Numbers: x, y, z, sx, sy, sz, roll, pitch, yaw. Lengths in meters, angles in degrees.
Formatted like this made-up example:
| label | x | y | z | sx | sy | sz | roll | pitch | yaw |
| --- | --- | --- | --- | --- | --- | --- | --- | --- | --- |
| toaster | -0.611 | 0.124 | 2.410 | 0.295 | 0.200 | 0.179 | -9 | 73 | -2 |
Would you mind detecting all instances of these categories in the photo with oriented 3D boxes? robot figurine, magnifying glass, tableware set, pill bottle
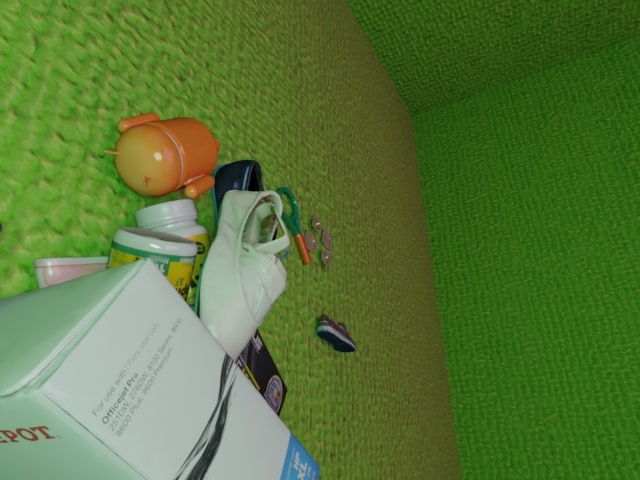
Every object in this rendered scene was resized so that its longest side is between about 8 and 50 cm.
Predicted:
| label | x | y | z | sx | sy | sz | roll | pitch | yaw |
| --- | --- | --- | --- | --- | --- | --- | --- | --- | --- |
| robot figurine | -0.274 | -0.153 | 0.781 | 0.219 | 0.128 | 0.157 | -46 | 129 | -61 |
| magnifying glass | -0.074 | -0.041 | 1.240 | 0.092 | 0.026 | 0.230 | -39 | 110 | -62 |
| tableware set | 0.000 | 0.000 | 1.366 | 0.168 | 0.020 | 0.141 | 50 | 36 | -42 |
| pill bottle | -0.242 | 0.042 | 0.752 | 0.119 | 0.119 | 0.208 | -20 | 95 | -64 |
| pill bottle | -0.258 | 0.093 | 0.636 | 0.118 | 0.118 | 0.208 | 9 | 96 | -62 |

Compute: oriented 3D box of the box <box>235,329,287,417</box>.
| label | x | y | z | sx | sy | sz | roll | pitch | yaw |
| --- | --- | --- | --- | --- | --- | --- | --- | --- | --- |
| box | -0.153 | 0.292 | 0.805 | 0.216 | 0.060 | 0.269 | -69 | 150 | -49 |

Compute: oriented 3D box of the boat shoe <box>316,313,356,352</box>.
| label | x | y | z | sx | sy | sz | roll | pitch | yaw |
| --- | --- | --- | --- | --- | --- | --- | --- | --- | --- |
| boat shoe | 0.054 | 0.273 | 1.282 | 0.183 | 0.066 | 0.066 | 48 | 36 | -43 |

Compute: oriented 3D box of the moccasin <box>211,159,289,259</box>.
| label | x | y | z | sx | sy | sz | roll | pitch | yaw |
| --- | --- | --- | --- | --- | --- | --- | --- | --- | --- |
| moccasin | -0.155 | -0.013 | 0.953 | 0.138 | 0.117 | 0.341 | -15 | 90 | -64 |

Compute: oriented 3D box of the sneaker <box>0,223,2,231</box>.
| label | x | y | z | sx | sy | sz | roll | pitch | yaw |
| --- | --- | --- | --- | --- | --- | --- | --- | --- | --- |
| sneaker | -0.416 | 0.042 | 0.494 | 0.073 | 0.064 | 0.162 | 72 | 24 | -51 |

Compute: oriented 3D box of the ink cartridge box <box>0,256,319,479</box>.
| label | x | y | z | sx | sy | sz | roll | pitch | yaw |
| --- | --- | --- | --- | --- | --- | --- | --- | --- | --- |
| ink cartridge box | -0.219 | 0.237 | 0.504 | 0.394 | 0.286 | 0.166 | 61 | 28 | -28 |

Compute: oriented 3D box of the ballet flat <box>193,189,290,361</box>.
| label | x | y | z | sx | sy | sz | roll | pitch | yaw |
| --- | --- | --- | --- | --- | --- | --- | --- | --- | --- |
| ballet flat | -0.117 | 0.029 | 0.732 | 0.139 | 0.139 | 0.400 | 56 | 18 | -35 |

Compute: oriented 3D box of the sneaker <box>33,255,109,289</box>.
| label | x | y | z | sx | sy | sz | roll | pitch | yaw |
| --- | --- | --- | --- | --- | --- | --- | --- | --- | --- |
| sneaker | -0.341 | 0.058 | 0.628 | 0.134 | 0.051 | 0.070 | 1 | 84 | -65 |
